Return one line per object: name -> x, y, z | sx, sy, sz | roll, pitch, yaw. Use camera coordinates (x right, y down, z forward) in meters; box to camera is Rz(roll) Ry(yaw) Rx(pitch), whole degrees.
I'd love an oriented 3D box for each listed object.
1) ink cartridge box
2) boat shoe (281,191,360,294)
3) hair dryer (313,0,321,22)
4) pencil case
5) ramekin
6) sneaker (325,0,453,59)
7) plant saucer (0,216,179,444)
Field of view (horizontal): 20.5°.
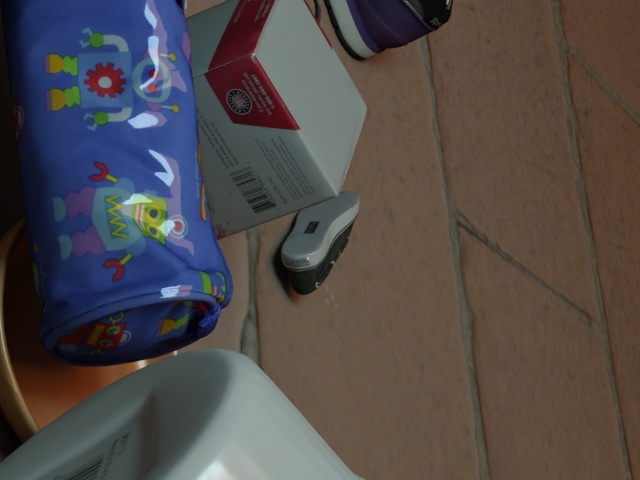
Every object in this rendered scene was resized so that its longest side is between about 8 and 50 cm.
ink cartridge box -> -0.079, -0.086, 1.291 | 0.128, 0.176, 0.127 | 58, 27, -26
boat shoe -> 0.000, 0.000, 1.538 | 0.142, 0.049, 0.040 | -53, 140, -57
hair dryer -> -0.072, -0.285, 1.537 | 0.293, 0.080, 0.223 | 8, 67, -61
pencil case -> -0.133, -0.073, 1.150 | 0.119, 0.133, 0.306 | 113, -30, -69
ramekin -> -0.104, 0.183, 0.977 | 0.135, 0.277, 0.277 | 54, 30, -15
sneaker -> 0.046, -0.330, 1.740 | 0.283, 0.124, 0.107 | 67, 26, -10
plant saucer -> -0.162, 0.076, 1.184 | 0.200, 0.037, 0.200 | 41, 40, -47
